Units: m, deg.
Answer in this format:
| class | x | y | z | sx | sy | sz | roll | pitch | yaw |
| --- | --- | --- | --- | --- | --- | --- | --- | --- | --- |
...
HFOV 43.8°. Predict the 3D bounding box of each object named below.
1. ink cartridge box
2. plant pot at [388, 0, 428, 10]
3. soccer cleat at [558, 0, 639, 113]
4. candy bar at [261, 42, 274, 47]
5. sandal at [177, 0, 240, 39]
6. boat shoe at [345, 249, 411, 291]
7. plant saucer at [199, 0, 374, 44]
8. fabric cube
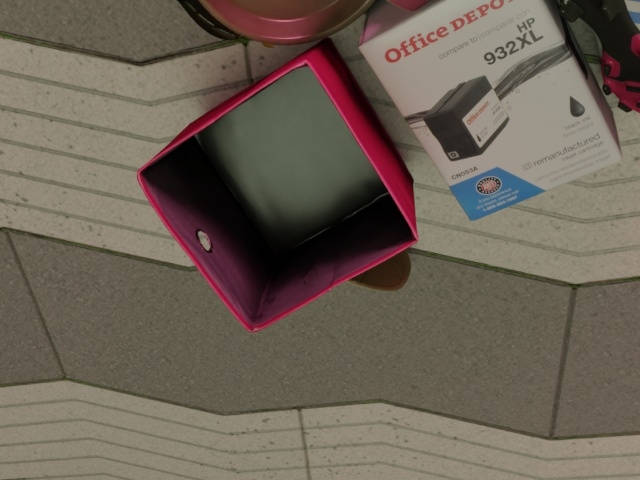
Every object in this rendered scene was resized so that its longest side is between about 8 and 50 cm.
| class | x | y | z | sx | sy | sz | roll | pitch | yaw |
| --- | --- | --- | --- | --- | --- | --- | --- | --- | --- |
| ink cartridge box | 0.225 | -0.207 | 1.043 | 0.223 | 0.129 | 0.307 | -23 | 120 | 27 |
| plant pot | 0.119 | -0.366 | 0.885 | 0.201 | 0.201 | 0.180 | 35 | 122 | -17 |
| soccer cleat | 0.388 | -0.278 | 0.968 | 0.116 | 0.143 | 0.331 | 19 | 166 | 48 |
| candy bar | -0.109 | -0.328 | 1.071 | 0.018 | 0.040 | 0.161 | -27 | 120 | 18 |
| sandal | -0.174 | -0.353 | 1.047 | 0.219 | 0.060 | 0.090 | 40 | 165 | -35 |
| boat shoe | 0.000 | 0.000 | 1.286 | 0.302 | 0.109 | 0.098 | 21 | 169 | -6 |
| plant saucer | -0.038 | -0.376 | 0.967 | 0.278 | 0.041 | 0.278 | -7 | 125 | -9 |
| fabric cube | -0.042 | -0.084 | 1.052 | 0.259 | 0.258 | 0.254 | -30 | 106 | 15 |
